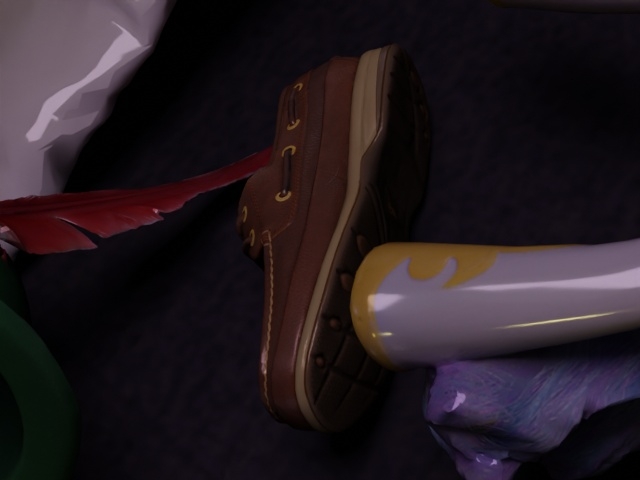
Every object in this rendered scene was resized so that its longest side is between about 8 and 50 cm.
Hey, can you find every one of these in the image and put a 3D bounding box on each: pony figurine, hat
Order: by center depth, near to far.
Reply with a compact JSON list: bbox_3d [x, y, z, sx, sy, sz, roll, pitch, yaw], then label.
[{"bbox_3d":[0.199,-0.022,0.519,0.363,0.303,0.351,-10,43,32],"label":"pony figurine"},{"bbox_3d":[-0.152,0.000,0.693,0.173,0.208,0.183,-37,28,36],"label":"hat"}]

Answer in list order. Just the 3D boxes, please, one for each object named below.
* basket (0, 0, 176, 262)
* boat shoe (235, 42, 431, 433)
[{"bbox_3d":[-0.220,-0.211,0.708,0.266,0.328,0.331,31,88,40],"label":"basket"},{"bbox_3d":[0.000,-0.001,0.681,0.060,0.064,0.178,-7,47,22],"label":"boat shoe"}]
